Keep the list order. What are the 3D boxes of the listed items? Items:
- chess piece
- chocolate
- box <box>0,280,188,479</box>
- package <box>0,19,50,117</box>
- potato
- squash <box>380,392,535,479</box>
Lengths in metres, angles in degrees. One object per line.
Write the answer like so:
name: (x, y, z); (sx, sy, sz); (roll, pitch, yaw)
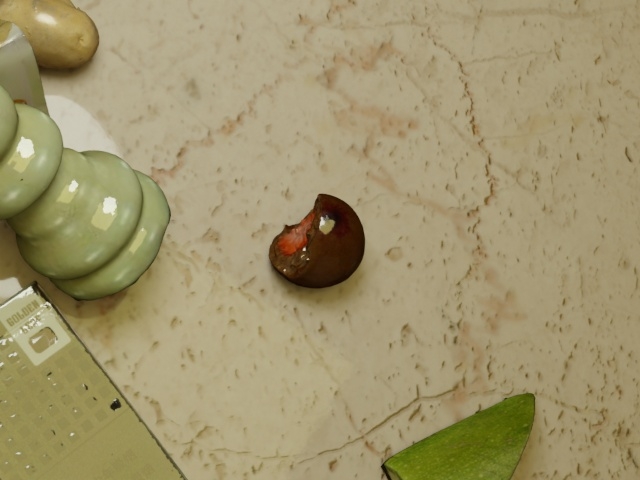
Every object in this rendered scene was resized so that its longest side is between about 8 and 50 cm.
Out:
chess piece: (-0.339, -0.074, 1.200); (0.330, 0.182, 0.182); (43, 62, -50)
chocolate: (0.000, 0.000, 1.408); (0.127, 0.133, 0.124); (-4, 83, -16)
box: (-0.327, 0.229, 1.295); (0.180, 0.047, 0.325); (-38, 90, -21)
package: (-0.504, -0.142, 1.263); (0.165, 0.221, 0.311); (42, 67, 17)
potato: (-0.361, -0.277, 1.371); (0.147, 0.112, 0.112); (16, 73, -21)
squash: (0.233, 0.322, 1.429); (0.252, 0.093, 0.169); (-21, 83, -21)
